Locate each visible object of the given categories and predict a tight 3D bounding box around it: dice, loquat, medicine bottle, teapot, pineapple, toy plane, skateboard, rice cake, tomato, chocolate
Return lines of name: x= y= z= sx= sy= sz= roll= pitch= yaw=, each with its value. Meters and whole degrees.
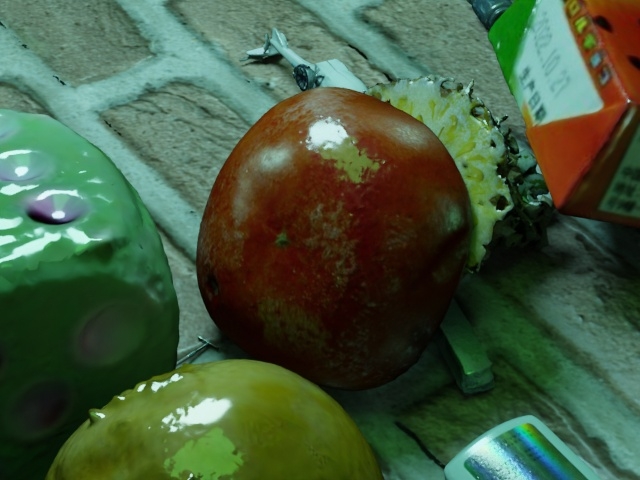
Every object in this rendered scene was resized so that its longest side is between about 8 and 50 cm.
dice: x=-0.339 y=0.071 z=1.690 sx=0.318 sy=0.330 sz=0.322 roll=-14 pitch=37 yaw=-28
loquat: x=-0.091 y=0.263 z=1.513 sx=0.328 sy=0.328 sz=0.328 roll=-1 pitch=43 yaw=1
medicine bottle: x=0.231 y=0.278 z=1.656 sx=0.121 sy=0.083 sz=0.229 roll=-28 pitch=50 yaw=-20
teapot: x=0.240 y=-0.322 z=2.320 sx=0.063 sy=0.049 sz=0.083 roll=-14 pitch=44 yaw=-13
pineapple: x=0.163 y=-0.054 z=1.921 sx=0.262 sy=0.262 sz=0.271 roll=32 pitch=16 yaw=31
toy plane: x=0.005 y=-0.207 z=2.169 sx=0.182 sy=0.107 sz=0.273 roll=-5 pitch=39 yaw=-10
skateboard: x=-0.151 y=0.116 z=1.867 sx=0.032 sy=0.064 sz=0.083 roll=23 pitch=37 yaw=35
rice cake: x=0.137 y=0.089 z=1.896 sx=0.043 sy=0.034 sz=0.211 roll=-8 pitch=41 yaw=-19
tomato: x=-0.010 y=-0.002 z=1.786 sx=0.338 sy=0.338 sz=0.143 roll=30 pitch=15 yaw=30
chocolate: x=0.415 y=-0.162 z=1.989 sx=0.360 sy=0.161 sz=0.341 roll=10 pitch=40 yaw=-21
